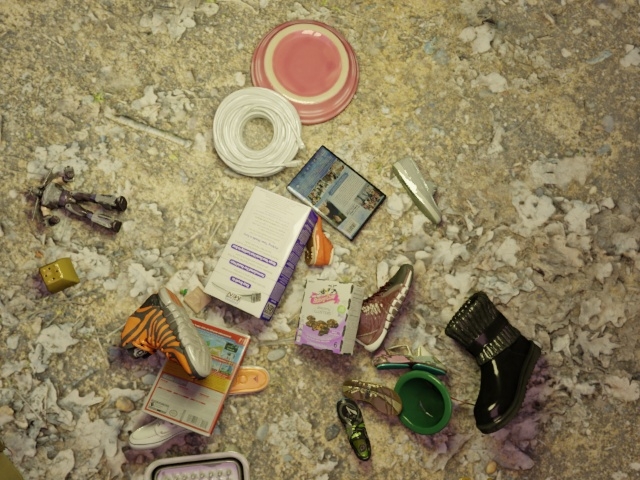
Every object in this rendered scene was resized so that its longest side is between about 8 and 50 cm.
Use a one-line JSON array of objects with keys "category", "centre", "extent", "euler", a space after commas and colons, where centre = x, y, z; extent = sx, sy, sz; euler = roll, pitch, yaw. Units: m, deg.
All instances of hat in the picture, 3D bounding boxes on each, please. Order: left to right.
[{"category": "hat", "centre": [0.340, 0.473, 1.705], "extent": [0.208, 0.184, 0.173], "euler": [45, 109, 28]}]

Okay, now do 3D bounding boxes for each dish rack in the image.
[{"category": "dish rack", "centre": [-0.326, 0.748, 1.581], "extent": [0.286, 0.072, 0.332], "euler": [-4, 84, -5]}]

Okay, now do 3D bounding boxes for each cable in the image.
[{"category": "cable", "centre": [-0.181, -0.313, 1.683], "extent": [0.257, 0.089, 0.256], "euler": [-14, 95, 6]}]

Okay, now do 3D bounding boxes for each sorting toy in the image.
[{"category": "sorting toy", "centre": [-0.364, 0.161, 1.673], "extent": [0.062, 0.012, 0.083], "euler": [-44, 93, -4]}]

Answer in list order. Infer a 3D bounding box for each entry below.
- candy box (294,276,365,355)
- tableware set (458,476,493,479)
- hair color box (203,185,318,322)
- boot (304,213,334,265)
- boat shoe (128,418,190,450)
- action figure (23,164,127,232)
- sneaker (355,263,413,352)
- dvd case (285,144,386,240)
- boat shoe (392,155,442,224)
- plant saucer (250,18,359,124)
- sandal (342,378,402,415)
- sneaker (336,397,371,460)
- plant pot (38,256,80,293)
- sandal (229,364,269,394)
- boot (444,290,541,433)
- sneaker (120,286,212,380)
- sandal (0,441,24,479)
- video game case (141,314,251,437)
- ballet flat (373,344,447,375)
[{"category": "candy box", "centre": [0.025, 0.211, 1.634], "extent": [0.165, 0.070, 0.196], "euler": [5, 80, 37]}, {"category": "tableware set", "centre": [0.439, 0.735, 1.686], "extent": [0.154, 0.024, 0.103], "euler": [-17, 82, -6]}, {"category": "hair color box", "centre": [-0.164, 0.038, 1.638], "extent": [0.185, 0.110, 0.338], "euler": [23, 80, 17]}, {"category": "boot", "centre": [0.000, 0.000, 1.714], "extent": [0.085, 0.059, 0.157], "euler": [6, 76, -25]}, {"category": "boat shoe", "centre": [-0.416, 0.497, 1.588], "extent": [0.227, 0.083, 0.075], "euler": [-17, 122, -18]}, {"category": "action figure", "centre": [-0.696, -0.113, 1.630], "extent": [0.285, 0.099, 0.185], "euler": [15, 87, -1]}, {"category": "sneaker", "centre": [0.150, 0.168, 1.681], "extent": [0.163, 0.106, 0.281], "euler": [27, 82, 1]}, {"category": "dvd case", "centre": [0.049, -0.144, 1.737], "extent": [0.253, 0.022, 0.180], "euler": [39, 75, 0]}, {"category": "boat shoe", "centre": [0.309, -0.157, 1.744], "extent": [0.081, 0.079, 0.227], "euler": [-34, 85, -4]}, {"category": "plant saucer", "centre": [-0.044, -0.518, 1.748], "extent": [0.333, 0.084, 0.331], "euler": [1, 83, -6]}, {"category": "sandal", "centre": [0.150, 0.449, 1.679], "extent": [0.180, 0.049, 0.072], "euler": [17, 76, 11]}, {"category": "sneaker", "centre": [0.102, 0.535, 1.645], "extent": [0.067, 0.078, 0.188], "euler": [-21, 84, -8]}, {"category": "plant pot", "centre": [-0.732, 0.095, 1.607], "extent": [0.081, 0.083, 0.081], "euler": [-24, 87, -8]}, {"category": "sandal", "centre": [-0.275, 0.395, 1.623], "extent": [0.266, 0.076, 0.101], "euler": [-7, 84, -7]}, {"category": "boot", "centre": [0.457, 0.339, 1.646], "extent": [0.260, 0.131, 0.348], "euler": [43, 53, -5]}, {"category": "sneaker", "centre": [-0.420, 0.287, 1.562], "extent": [0.180, 0.124, 0.321], "euler": [-39, 49, -2]}, {"category": "sandal", "centre": [-0.867, 0.637, 1.549], "extent": [0.079, 0.088, 0.240], "euler": [-34, 80, 23]}, {"category": "video game case", "centre": [-0.335, 0.364, 1.586], "extent": [0.204, 0.025, 0.285], "euler": [16, 67, 13]}, {"category": "ballet flat", "centre": [0.263, 0.344, 1.693], "extent": [0.222, 0.077, 0.079], "euler": [6, 61, -5]}]
